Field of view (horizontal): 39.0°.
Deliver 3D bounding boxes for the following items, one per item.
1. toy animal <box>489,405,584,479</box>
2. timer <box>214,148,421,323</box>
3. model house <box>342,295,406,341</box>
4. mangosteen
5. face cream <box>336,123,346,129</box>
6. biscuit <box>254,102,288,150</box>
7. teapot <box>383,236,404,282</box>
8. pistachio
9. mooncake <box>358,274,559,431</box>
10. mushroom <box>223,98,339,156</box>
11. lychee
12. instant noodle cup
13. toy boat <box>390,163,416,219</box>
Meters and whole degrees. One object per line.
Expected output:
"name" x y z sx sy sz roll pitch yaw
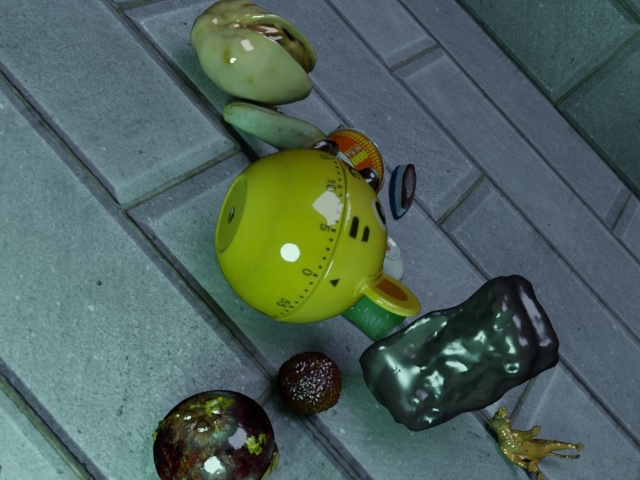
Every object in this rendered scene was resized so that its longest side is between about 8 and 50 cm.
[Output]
"toy animal" 0.493 0.475 2.050 0.255 0.114 0.116 27 -4 -32
"timer" 0.000 0.000 1.765 0.387 0.376 0.376 19 43 -24
"model house" 0.103 0.123 1.981 0.167 0.117 0.088 37 20 -10
"mangosteen" -0.159 0.348 1.433 0.192 0.192 0.217 -66 147 -53
"face cream" 0.079 -0.274 2.407 0.083 0.021 0.040 38 37 -13
"biscuit" -0.091 -0.265 2.225 0.203 0.016 0.144 39 35 -12
"teapot" 0.114 0.033 2.083 0.159 0.116 0.245 -23 67 -42
"pistachio" -0.157 -0.436 2.134 0.321 0.238 0.229 22 66 -27
"mooncake" 0.294 0.235 1.827 0.350 0.381 0.212 -5 65 -62
"mushroom" -0.090 -0.249 2.043 0.312 0.081 0.100 29 20 35
"lychee" -0.016 0.268 1.691 0.129 0.123 0.123 42 34 -22
"instant noodle cup" 0.021 -0.138 2.095 0.193 0.193 0.212 49 44 4
"toy boat" 0.223 -0.133 2.401 0.080 0.046 0.229 39 34 -16
